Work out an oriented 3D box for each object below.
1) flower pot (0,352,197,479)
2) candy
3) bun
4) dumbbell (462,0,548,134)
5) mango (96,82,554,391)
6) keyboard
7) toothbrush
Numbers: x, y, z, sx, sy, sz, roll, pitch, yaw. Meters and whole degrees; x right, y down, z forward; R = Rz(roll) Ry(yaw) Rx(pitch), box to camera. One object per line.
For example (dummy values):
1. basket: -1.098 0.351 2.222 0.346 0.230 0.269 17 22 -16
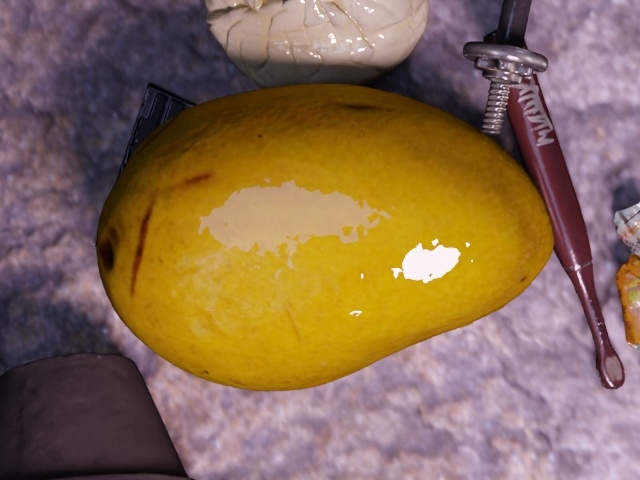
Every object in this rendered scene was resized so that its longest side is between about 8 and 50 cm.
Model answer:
1. flower pot: -0.264 0.219 1.523 0.269 0.269 0.166 -16 69 25
2. candy: 0.307 0.052 1.337 0.053 0.046 0.182 -9 98 21
3. bun: -0.013 -0.248 1.389 0.229 0.145 0.229 2 95 20
4. dumbbell: 0.180 -0.223 1.305 0.110 0.110 0.255 13 92 22
5. mango: 0.000 0.000 1.373 0.444 0.220 0.301 1 100 18
6. keyboard: -0.194 -0.070 1.560 0.063 0.010 0.198 26 106 17
7. toothbrush: 0.228 -0.032 1.364 0.040 0.041 0.364 -19 89 24
